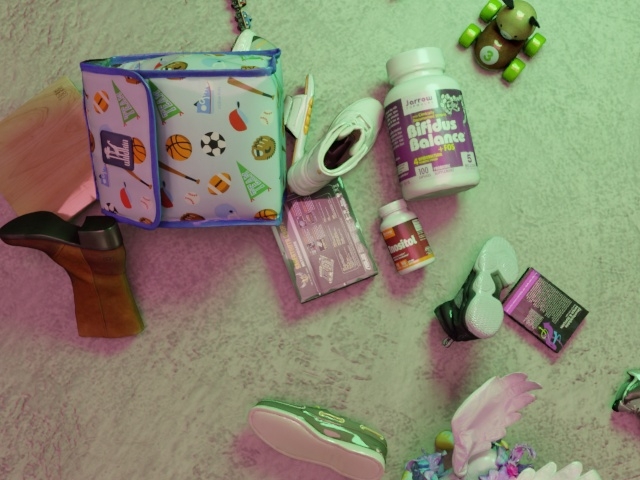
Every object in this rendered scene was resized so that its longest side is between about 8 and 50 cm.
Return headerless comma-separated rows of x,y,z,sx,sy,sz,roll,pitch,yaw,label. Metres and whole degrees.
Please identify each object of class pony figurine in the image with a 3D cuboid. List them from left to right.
0.308,0.445,1.430,0.351,0.363,0.303,-35,86,-3,pony figurine

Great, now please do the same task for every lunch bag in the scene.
-0.267,-0.198,1.466,0.385,0.239,0.328,1,113,2,lunch bag

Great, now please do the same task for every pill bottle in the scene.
0.181,-0.008,1.604,0.086,0.086,0.152,-23,85,-2,pill bottle
0.229,-0.246,1.583,0.169,0.169,0.302,-12,86,-2,pill bottle

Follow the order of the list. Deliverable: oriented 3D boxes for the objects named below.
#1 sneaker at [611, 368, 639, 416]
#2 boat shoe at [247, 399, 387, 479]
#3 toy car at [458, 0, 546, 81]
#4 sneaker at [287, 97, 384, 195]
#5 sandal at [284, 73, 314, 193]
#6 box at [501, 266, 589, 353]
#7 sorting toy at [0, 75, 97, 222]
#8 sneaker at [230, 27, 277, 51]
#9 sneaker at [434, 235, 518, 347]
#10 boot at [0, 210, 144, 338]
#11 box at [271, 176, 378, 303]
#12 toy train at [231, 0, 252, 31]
0.692,0.384,1.588,0.132,0.086,0.229,-2,75,4,sneaker
-0.004,0.407,1.567,0.305,0.091,0.109,22,122,3,boat shoe
0.406,-0.453,1.591,0.155,0.188,0.149,39,86,3,toy car
0.070,-0.212,1.543,0.108,0.169,0.292,46,64,-11,sneaker
-0.064,-0.237,1.613,0.076,0.102,0.265,10,87,-2,sandal
0.486,0.152,1.624,0.162,0.029,0.116,39,87,4,box
-0.567,-0.171,1.607,0.257,0.089,0.255,-37,87,-4,sorting toy
-0.172,-0.324,1.622,0.108,0.100,0.272,22,85,-4,sneaker
0.325,0.111,1.589,0.101,0.153,0.269,37,50,-13,sneaker
-0.516,0.078,1.552,0.264,0.096,0.280,-2,123,2,boot
0.000,0.000,1.616,0.183,0.056,0.231,-22,85,-2,box
-0.185,-0.540,1.674,0.036,0.027,0.158,-14,85,-13,toy train
